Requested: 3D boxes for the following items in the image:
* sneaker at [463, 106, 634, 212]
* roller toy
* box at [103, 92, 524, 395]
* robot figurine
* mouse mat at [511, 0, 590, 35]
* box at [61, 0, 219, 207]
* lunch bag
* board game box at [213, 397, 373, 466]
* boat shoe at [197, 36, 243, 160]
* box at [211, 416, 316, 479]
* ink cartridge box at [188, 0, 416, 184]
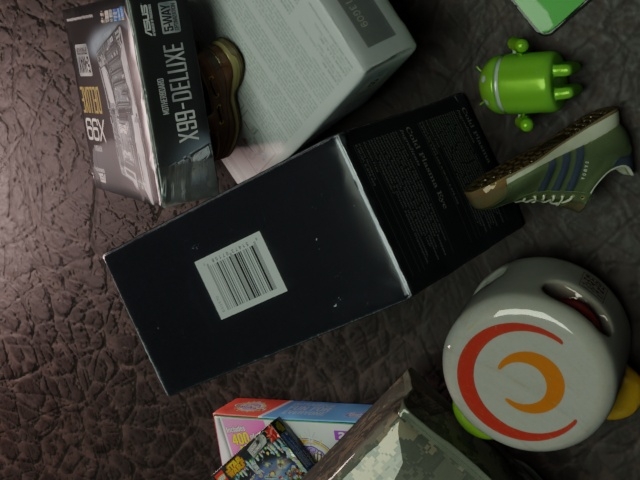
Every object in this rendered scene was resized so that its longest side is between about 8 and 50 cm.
[{"bbox_3d":[0.254,-0.063,1.292,0.192,0.064,0.086,-30,103,-8],"label":"sneaker"},{"bbox_3d":[0.245,0.122,1.345,0.209,0.146,0.191,-3,111,25],"label":"roller toy"},{"bbox_3d":[0.000,0.000,1.355,0.343,0.312,0.179,-25,91,33],"label":"box"},{"bbox_3d":[0.225,-0.172,1.320,0.115,0.067,0.101,1,106,30],"label":"robot figurine"},{"bbox_3d":[0.261,-0.331,1.291,0.189,0.007,0.153,-41,82,33],"label":"mouse mat"},{"bbox_3d":[-0.225,-0.176,1.484,0.307,0.076,0.243,17,117,64],"label":"box"},{"bbox_3d":[0.133,0.336,1.427,0.287,0.169,0.235,41,103,-3],"label":"lunch bag"},{"bbox_3d":[-0.005,0.373,1.610,0.242,0.064,0.317,-1,103,30],"label":"board game box"},{"bbox_3d":[-0.136,-0.163,1.458,0.064,0.060,0.178,42,146,26],"label":"boat shoe"},{"bbox_3d":[-0.070,0.304,1.572,0.094,0.027,0.137,51,122,10],"label":"box"},{"bbox_3d":[-0.076,-0.255,1.439,0.308,0.091,0.385,57,151,4],"label":"ink cartridge box"}]
